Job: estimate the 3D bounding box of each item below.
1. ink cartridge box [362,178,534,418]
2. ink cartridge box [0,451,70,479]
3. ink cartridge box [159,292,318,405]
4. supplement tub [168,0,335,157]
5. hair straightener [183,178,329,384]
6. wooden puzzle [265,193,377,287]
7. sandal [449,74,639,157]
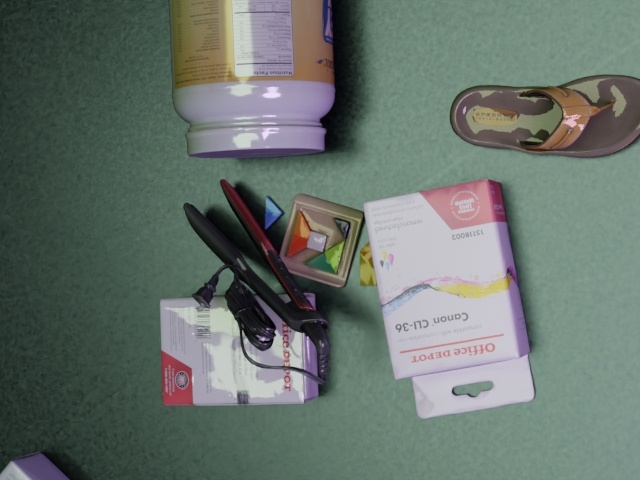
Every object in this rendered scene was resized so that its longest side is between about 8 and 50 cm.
[{"bbox_3d":[0.115,0.054,1.531,0.115,0.067,0.198,-11,87,14],"label":"ink cartridge box"},{"bbox_3d":[-0.283,0.307,1.634,0.127,0.072,0.175,41,99,11],"label":"ink cartridge box"},{"bbox_3d":[-0.073,0.099,1.586,0.135,0.056,0.099,-2,89,14],"label":"ink cartridge box"},{"bbox_3d":[-0.061,-0.176,1.538,0.144,0.144,0.200,-2,90,15],"label":"supplement tub"},{"bbox_3d":[-0.065,0.047,1.538,0.089,0.047,0.230,-31,58,-7],"label":"hair straightener"},{"bbox_3d":[0.000,0.000,1.589,0.116,0.014,0.079,10,92,15],"label":"wooden puzzle"},{"bbox_3d":[0.198,-0.109,1.518,0.180,0.049,0.072,1,90,15],"label":"sandal"}]
